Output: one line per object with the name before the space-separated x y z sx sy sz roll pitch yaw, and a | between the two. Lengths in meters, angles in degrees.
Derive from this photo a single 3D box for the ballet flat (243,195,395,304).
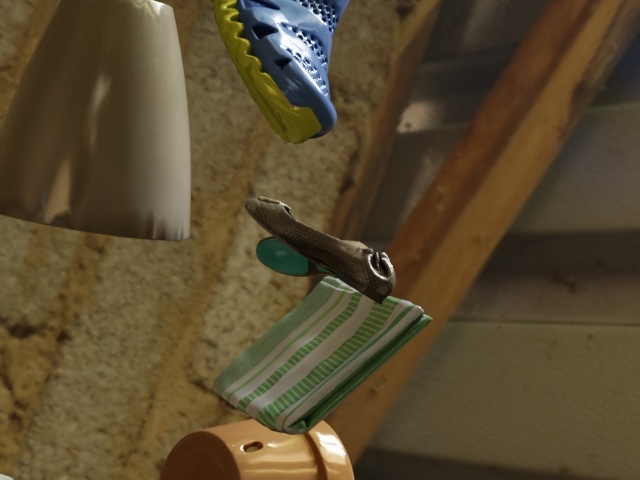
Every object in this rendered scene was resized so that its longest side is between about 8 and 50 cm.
ballet flat | 0.000 0.000 1.448 0.250 0.084 0.058 32 -90 36

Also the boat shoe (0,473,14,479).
boat shoe | -0.525 0.345 1.558 0.109 0.302 0.094 -36 -130 11

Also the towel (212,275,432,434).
towel | -0.010 0.149 1.543 0.248 0.038 0.325 -41 -162 -13

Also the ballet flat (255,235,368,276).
ballet flat | -0.007 0.026 1.930 0.206 0.067 0.073 10 -72 21

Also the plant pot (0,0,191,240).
plant pot | -0.264 -0.158 1.382 0.256 0.256 0.274 18 -80 54

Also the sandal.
sandal | -0.033 -0.226 1.140 0.138 0.126 0.317 -23 -130 4

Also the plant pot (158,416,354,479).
plant pot | -0.118 0.402 1.785 0.291 0.203 0.291 -15 -112 42
